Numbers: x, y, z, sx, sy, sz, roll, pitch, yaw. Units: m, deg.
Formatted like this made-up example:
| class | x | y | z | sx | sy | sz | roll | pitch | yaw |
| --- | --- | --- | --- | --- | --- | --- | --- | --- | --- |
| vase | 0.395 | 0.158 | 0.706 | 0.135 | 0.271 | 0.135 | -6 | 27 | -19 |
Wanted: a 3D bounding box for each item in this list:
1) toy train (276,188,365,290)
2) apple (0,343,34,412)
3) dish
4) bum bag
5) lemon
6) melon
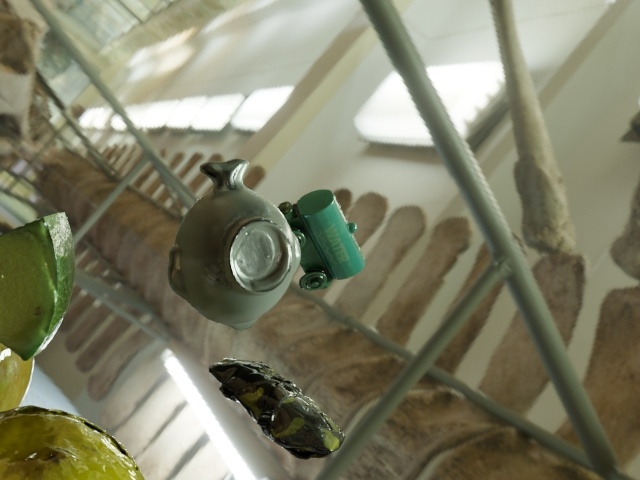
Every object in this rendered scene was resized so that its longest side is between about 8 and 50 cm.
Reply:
| class | x | y | z | sx | sy | sz | roll | pitch | yaw |
| --- | --- | --- | --- | --- | --- | --- | --- | --- | --- |
| toy train | 0.000 | 0.000 | 1.839 | 0.159 | 0.248 | 0.101 | -22 | -136 | 7 |
| apple | -0.601 | 0.194 | 1.471 | 0.264 | 0.264 | 0.264 | -41 | -159 | 19 |
| dish | -0.104 | 0.007 | 1.262 | 0.224 | 0.246 | 0.078 | -10 | -174 | -36 |
| bum bag | -0.061 | 0.216 | 1.186 | 0.232 | 0.107 | 0.060 | 30 | -72 | 46 |
| lemon | -0.396 | 0.409 | 1.194 | 0.349 | 0.350 | 0.387 | -84 | -163 | -59 |
| melon | -0.420 | 0.042 | 1.310 | 0.323 | 0.124 | 0.196 | -151 | -109 | -74 |
